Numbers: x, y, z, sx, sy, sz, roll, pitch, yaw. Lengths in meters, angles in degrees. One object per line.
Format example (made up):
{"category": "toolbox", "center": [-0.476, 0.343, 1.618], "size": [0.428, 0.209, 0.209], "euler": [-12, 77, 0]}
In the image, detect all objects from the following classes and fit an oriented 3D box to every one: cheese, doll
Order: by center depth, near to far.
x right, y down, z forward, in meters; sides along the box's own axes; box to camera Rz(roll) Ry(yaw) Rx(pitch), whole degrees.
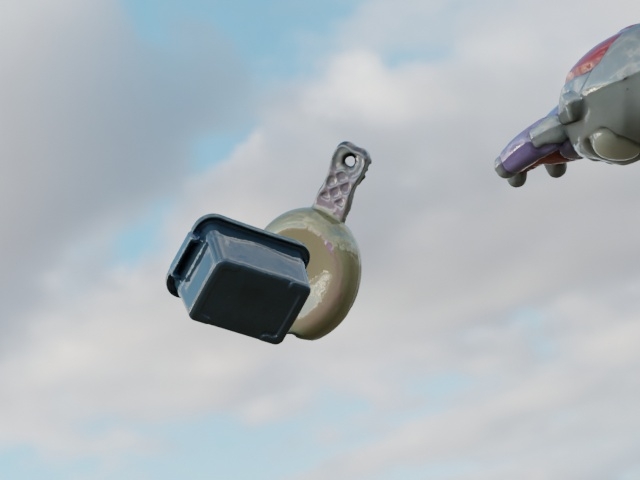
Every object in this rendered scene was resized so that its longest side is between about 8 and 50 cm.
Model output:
{"category": "doll", "center": [0.181, -0.083, 1.142], "size": [0.102, 0.075, 0.227], "euler": [-15, -9, -29]}
{"category": "cheese", "center": [-0.007, -0.001, 1.592], "size": [0.092, 0.171, 0.047], "euler": [7, 5, 25]}

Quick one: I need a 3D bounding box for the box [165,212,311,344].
{"category": "box", "center": [-0.057, 0.033, 1.386], "size": [0.099, 0.054, 0.074], "euler": [18, -62, -25]}
